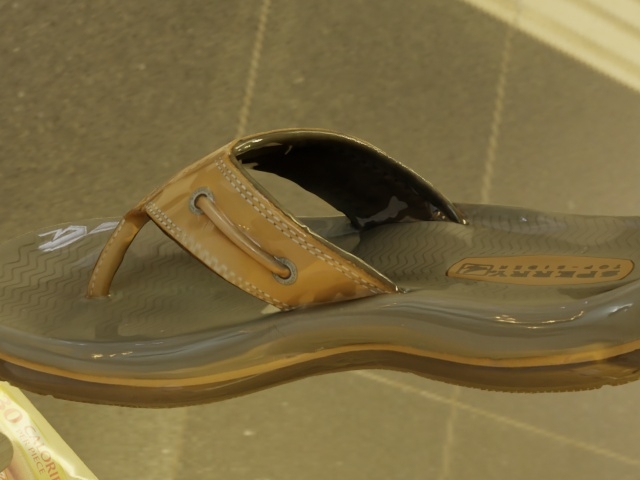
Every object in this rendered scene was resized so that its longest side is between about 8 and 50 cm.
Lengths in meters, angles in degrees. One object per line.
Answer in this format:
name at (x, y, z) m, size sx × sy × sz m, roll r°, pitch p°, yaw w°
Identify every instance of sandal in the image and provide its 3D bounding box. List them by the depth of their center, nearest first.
sandal at (0.000, 0.000, 0.343) m, size 0.072 × 0.180 × 0.049 m, roll -51°, pitch 134°, yaw -55°

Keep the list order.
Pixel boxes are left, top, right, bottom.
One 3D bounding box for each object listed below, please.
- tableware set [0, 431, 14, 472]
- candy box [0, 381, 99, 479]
tableware set at (-0.142, 0.149, 0.411) m, size 0.194 × 0.039 × 0.128 m, roll -32°, pitch 105°, yaw -29°
candy box at (-0.320, 0.107, 1.038) m, size 0.316 × 0.088 × 0.183 m, roll 45°, pitch 37°, yaw 17°
